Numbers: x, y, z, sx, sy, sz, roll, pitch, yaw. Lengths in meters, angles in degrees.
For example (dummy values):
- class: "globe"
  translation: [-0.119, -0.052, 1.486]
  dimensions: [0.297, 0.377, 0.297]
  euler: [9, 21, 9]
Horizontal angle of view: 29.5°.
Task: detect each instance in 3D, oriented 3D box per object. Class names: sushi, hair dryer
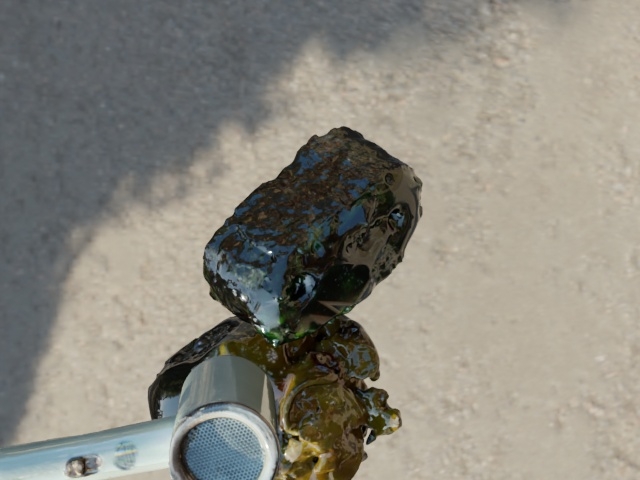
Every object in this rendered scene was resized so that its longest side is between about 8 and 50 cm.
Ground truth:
- class: "sushi"
  translation: [0.000, 0.000, 1.165]
  dimensions: [0.127, 0.225, 0.124]
  euler: [32, 153, 34]
- class: "sushi"
  translation: [-0.046, 0.174, 1.248]
  dimensions: [0.200, 0.213, 0.204]
  euler: [58, 152, -8]
- class: "hair dryer"
  translation: [-0.145, 0.146, 0.831]
  dimensions: [0.236, 0.131, 0.073]
  euler: [-14, 101, -1]
